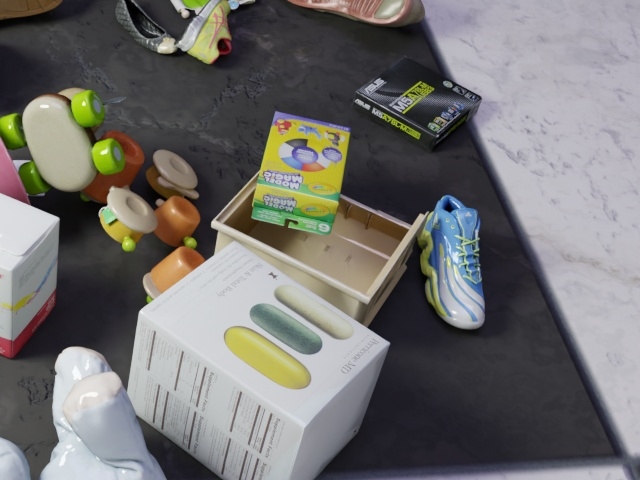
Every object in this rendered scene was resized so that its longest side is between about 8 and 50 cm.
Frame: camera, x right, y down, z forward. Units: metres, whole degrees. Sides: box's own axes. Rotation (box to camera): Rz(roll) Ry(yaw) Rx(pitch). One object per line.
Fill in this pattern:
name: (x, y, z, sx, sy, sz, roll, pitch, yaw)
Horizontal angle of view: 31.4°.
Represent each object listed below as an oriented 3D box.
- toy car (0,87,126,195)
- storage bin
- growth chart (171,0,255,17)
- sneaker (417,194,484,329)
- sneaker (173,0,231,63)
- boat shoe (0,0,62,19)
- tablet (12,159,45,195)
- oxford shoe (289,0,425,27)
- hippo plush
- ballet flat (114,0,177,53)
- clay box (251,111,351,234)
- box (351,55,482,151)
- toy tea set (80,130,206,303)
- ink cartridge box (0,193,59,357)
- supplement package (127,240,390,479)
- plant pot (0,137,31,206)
toy car: (-0.367, -0.170, 1.723, 0.155, 0.149, 0.188, -14, 21, 17)
storage bin: (0.000, 0.000, 1.777, 0.262, 0.123, 0.260, 25, 43, 12)
growth chart: (-0.212, -0.524, 2.352, 0.237, 0.021, 0.172, -21, 52, -28)
sneaker: (0.213, 0.023, 1.810, 0.091, 0.126, 0.240, -1, 44, -17)
sneaker: (-0.208, -0.397, 2.193, 0.094, 0.081, 0.208, 37, 37, -10)
boat shoe: (-0.652, -0.452, 2.103, 0.342, 0.123, 0.123, -17, 21, -24)
tablet: (-0.471, -0.101, 1.836, 0.054, 0.006, 0.083, 2, 43, -14)
oxford shoe: (0.037, -0.530, 2.388, 0.397, 0.140, 0.146, 31, 10, 25)
hippo plush: (-0.312, 0.297, 1.348, 0.237, 0.234, 0.294, -26, 97, -16)
ballet flat: (-0.336, -0.409, 2.176, 0.173, 0.049, 0.057, 40, 48, 25)
clay box: (-0.028, -0.105, 1.752, 0.127, 0.053, 0.222, 12, 41, -3)
box: (0.186, -0.265, 2.177, 0.184, 0.045, 0.191, 34, 44, 17)
toy tea set: (-0.284, -0.027, 1.761, 0.200, 0.124, 0.336, 27, 29, -33)
ink cartridge box: (-0.444, 0.043, 1.560, 0.128, 0.176, 0.127, 22, 42, 7)
supplement package: (-0.086, 0.178, 1.502, 0.263, 0.198, 0.199, 33, 44, 19)
plant pot: (-0.547, -0.081, 1.670, 0.180, 0.201, 0.201, -28, 55, -18)
